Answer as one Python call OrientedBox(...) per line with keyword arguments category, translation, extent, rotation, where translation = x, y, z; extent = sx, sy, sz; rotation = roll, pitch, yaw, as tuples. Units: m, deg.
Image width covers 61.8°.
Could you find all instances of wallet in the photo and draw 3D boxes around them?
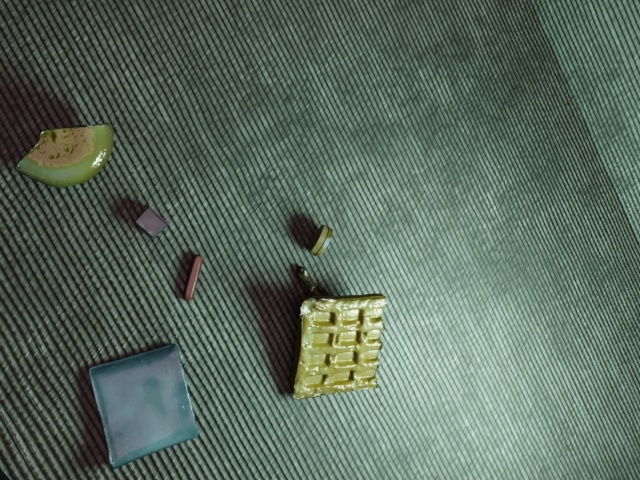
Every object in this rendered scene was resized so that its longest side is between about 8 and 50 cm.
OrientedBox(category="wallet", translation=(-0.498, 0.465, 1.515), extent=(0.251, 0.054, 0.290), rotation=(-15, 90, -23))

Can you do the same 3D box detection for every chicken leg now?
OrientedBox(category="chicken leg", translation=(-0.018, 0.166, 1.718), extent=(0.069, 0.085, 0.198), rotation=(-36, 85, 4))

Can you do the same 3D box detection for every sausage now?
OrientedBox(category="sausage", translation=(-0.382, 0.110, 1.601), extent=(0.035, 0.030, 0.147), rotation=(14, 81, -21))

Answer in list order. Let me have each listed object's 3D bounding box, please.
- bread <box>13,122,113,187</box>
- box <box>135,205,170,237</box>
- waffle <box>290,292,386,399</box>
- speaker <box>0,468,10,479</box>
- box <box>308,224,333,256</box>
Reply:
OrientedBox(category="bread", translation=(-0.688, -0.226, 1.453), extent=(0.260, 0.158, 0.156), rotation=(-13, 101, -22))
OrientedBox(category="box", translation=(-0.491, -0.052, 1.558), extent=(0.084, 0.060, 0.063), rotation=(44, 77, -14))
OrientedBox(category="waffle", translation=(0.056, 0.324, 1.674), extent=(0.304, 0.077, 0.348), rotation=(0, 109, -20))
OrientedBox(category="speaker", translation=(-0.864, 0.627, 1.273), extent=(0.180, 0.184, 0.388), rotation=(-40, 95, -19))
OrientedBox(category="box", translation=(0.000, 0.000, 1.720), extent=(0.037, 0.105, 0.105), rotation=(29, 76, -11))
